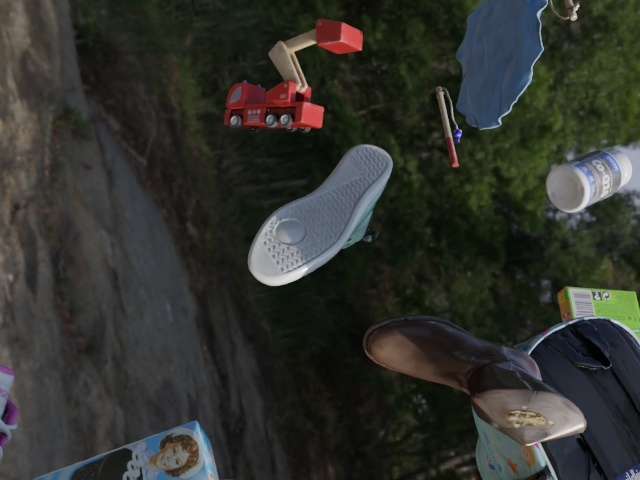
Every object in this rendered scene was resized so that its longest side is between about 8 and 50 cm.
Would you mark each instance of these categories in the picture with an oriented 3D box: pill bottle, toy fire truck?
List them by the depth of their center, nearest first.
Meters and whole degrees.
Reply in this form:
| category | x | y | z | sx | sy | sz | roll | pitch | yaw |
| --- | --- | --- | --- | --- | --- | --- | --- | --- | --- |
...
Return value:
| category | x | y | z | sx | sy | sz | roll | pitch | yaw |
| --- | --- | --- | --- | --- | --- | --- | --- | --- | --- |
| toy fire truck | -0.040 | -0.210 | 1.141 | 0.047 | 0.192 | 0.135 | 7 | 88 | -53 |
| pill bottle | 0.428 | -0.099 | 1.396 | 0.078 | 0.137 | 0.078 | 27 | -52 | 42 |

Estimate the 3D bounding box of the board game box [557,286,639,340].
| category | x | y | z | sx | sy | sz | roll | pitch | yaw |
| --- | --- | --- | --- | --- | --- | --- | --- | --- | --- |
| board game box | 0.435 | 0.195 | 1.308 | 0.039 | 0.124 | 0.259 | 118 | -28 | -56 |

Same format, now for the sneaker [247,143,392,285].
| category | x | y | z | sx | sy | sz | roll | pitch | yaw |
| --- | --- | --- | --- | --- | --- | --- | --- | --- | --- |
| sneaker | 0.001 | 0.000 | 1.153 | 0.094 | 0.256 | 0.151 | 36 | -33 | 16 |

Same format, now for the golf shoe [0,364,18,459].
| category | x | y | z | sx | sy | sz | roll | pitch | yaw |
| --- | --- | --- | --- | --- | --- | --- | --- | --- | --- |
| golf shoe | -0.297 | 0.169 | 0.686 | 0.306 | 0.140 | 0.115 | 60 | -4 | 27 |

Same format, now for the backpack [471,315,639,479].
| category | x | y | z | sx | sy | sz | roll | pitch | yaw |
| --- | --- | --- | --- | --- | --- | --- | --- | --- | --- |
| backpack | 0.281 | 0.217 | 0.942 | 0.191 | 0.225 | 0.253 | -37 | -105 | 57 |

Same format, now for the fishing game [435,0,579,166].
| category | x | y | z | sx | sy | sz | roll | pitch | yaw |
| --- | --- | --- | --- | --- | --- | --- | --- | --- | --- |
| fishing game | 0.208 | -0.217 | 1.011 | 0.264 | 0.041 | 0.189 | 121 | -29 | -47 |

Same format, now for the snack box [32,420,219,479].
| category | x | y | z | sx | sy | sz | roll | pitch | yaw |
| --- | --- | --- | --- | --- | --- | --- | --- | --- | --- |
| snack box | -0.168 | 0.353 | 0.856 | 0.060 | 0.187 | 0.322 | 74 | -4 | -52 |

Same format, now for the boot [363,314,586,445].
| category | x | y | z | sx | sy | sz | roll | pitch | yaw |
| --- | --- | --- | --- | --- | --- | --- | --- | --- | --- |
| boot | 0.075 | 0.073 | 0.464 | 0.114 | 0.106 | 0.037 | -74 | 172 | -81 |
